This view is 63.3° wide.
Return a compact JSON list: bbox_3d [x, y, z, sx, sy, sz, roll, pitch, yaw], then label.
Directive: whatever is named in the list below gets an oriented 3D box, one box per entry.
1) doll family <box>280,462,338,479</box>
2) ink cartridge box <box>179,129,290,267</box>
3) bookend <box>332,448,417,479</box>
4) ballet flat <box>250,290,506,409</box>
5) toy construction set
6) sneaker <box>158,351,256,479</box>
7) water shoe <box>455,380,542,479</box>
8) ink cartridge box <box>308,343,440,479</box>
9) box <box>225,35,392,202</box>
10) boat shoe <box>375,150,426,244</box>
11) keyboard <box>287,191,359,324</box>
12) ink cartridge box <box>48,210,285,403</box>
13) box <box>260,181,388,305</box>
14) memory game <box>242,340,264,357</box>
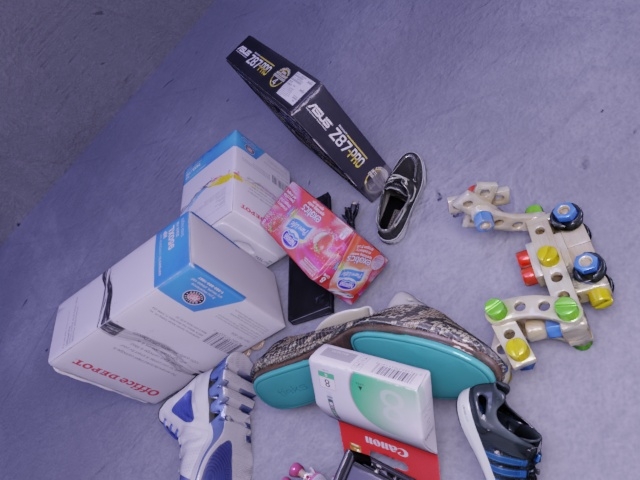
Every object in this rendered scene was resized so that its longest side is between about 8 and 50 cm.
[{"bbox_3d":[-0.031,0.491,0.808,0.163,0.118,0.263,10,49,49],"label":"doll family"},{"bbox_3d":[-0.203,-0.077,1.261,0.197,0.198,0.270,-31,44,27],"label":"ink cartridge box"},{"bbox_3d":[0.105,0.359,0.712,0.156,0.157,0.072,19,72,24],"label":"bookend"},{"bbox_3d":[0.080,0.177,0.887,0.483,0.164,0.182,-19,26,37],"label":"ballet flat"},{"bbox_3d":[0.324,0.046,0.819,0.215,0.151,0.327,-23,59,25],"label":"toy construction set"},{"bbox_3d":[-0.233,0.389,1.027,0.182,0.127,0.315,-24,41,28],"label":"sneaker"},{"bbox_3d":[0.253,0.282,0.673,0.080,0.073,0.203,-32,86,33],"label":"water shoe"},{"bbox_3d":[0.081,0.277,0.775,0.181,0.224,0.056,6,24,36],"label":"ink cartridge box"},{"bbox_3d":[-0.029,-0.284,1.199,0.097,0.318,0.395,-44,42,2],"label":"box"},{"bbox_3d":[0.168,-0.101,1.082,0.078,0.070,0.219,8,67,23],"label":"boat shoe"},{"bbox_3d":[0.011,0.022,1.156,0.202,0.033,0.317,-25,48,30],"label":"keyboard"},{"bbox_3d":[-0.322,0.161,1.111,0.395,0.285,0.166,-33,44,16],"label":"ink cartridge box"},{"bbox_3d":[0.000,0.000,1.060,0.122,0.128,0.257,-50,41,3],"label":"box"},{"bbox_3d":[-0.175,0.189,1.194,0.186,0.012,0.186,-20,50,26],"label":"memory game"}]
